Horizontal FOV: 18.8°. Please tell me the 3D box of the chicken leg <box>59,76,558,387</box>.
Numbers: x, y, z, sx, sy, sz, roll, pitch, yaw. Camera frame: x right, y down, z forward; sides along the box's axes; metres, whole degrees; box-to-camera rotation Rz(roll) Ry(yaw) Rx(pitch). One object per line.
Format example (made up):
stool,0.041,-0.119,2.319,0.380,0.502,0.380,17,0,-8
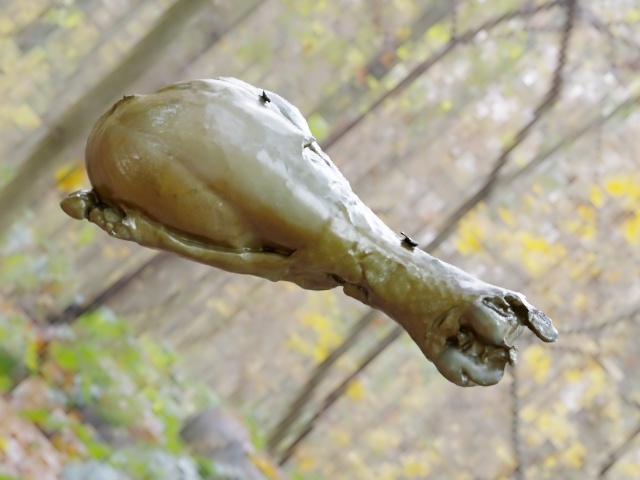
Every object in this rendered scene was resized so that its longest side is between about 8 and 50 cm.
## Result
chicken leg,0.000,0.000,1.640,0.429,0.201,0.153,31,-51,2
